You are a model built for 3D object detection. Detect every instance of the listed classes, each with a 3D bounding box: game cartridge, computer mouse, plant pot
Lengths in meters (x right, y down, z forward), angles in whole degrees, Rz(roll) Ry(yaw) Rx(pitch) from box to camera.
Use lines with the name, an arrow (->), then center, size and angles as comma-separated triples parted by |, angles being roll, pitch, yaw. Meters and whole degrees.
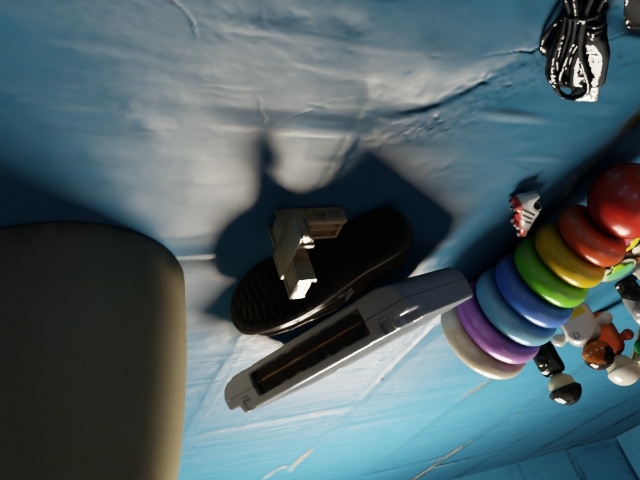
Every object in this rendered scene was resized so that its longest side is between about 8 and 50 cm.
game cartridge -> 0.037, 0.124, 0.757 | 0.297, 0.062, 0.198 | -36, 168, 31
computer mouse -> 0.306, -0.205, 0.442 | 0.272, 0.072, 0.188 | -23, 147, 5
plant pot -> -0.224, 0.168, 0.526 | 0.256, 0.274, 0.256 | -15, 148, -10

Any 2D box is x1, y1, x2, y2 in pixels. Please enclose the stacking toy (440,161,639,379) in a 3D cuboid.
stacking toy -> 0.302, 0.038, 0.764 | 0.141, 0.141, 0.330 | 5, 137, -34

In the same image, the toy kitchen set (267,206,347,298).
toy kitchen set -> 0.000, 0.000, 0.573 | 0.075, 0.083, 0.068 | -4, 146, -24

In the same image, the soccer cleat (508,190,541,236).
soccer cleat -> 0.247, -0.031, 0.718 | 0.036, 0.029, 0.083 | -21, 144, 9

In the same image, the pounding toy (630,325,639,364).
pounding toy -> 0.680, 0.140, 1.135 | 0.206, 0.094, 0.181 | -53, 163, -34

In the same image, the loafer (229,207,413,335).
loafer -> 0.007, 0.048, 0.654 | 0.220, 0.080, 0.078 | -25, 148, 8

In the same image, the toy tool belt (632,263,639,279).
toy tool belt -> 0.551, 0.031, 0.973 | 0.051, 0.052, 0.083 | -36, 167, -40

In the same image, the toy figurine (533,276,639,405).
toy figurine -> 0.497, 0.184, 1.072 | 0.213, 0.148, 0.209 | -9, 147, -16

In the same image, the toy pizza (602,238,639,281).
toy pizza -> 0.443, 0.016, 0.894 | 0.201, 0.032, 0.201 | -15, 148, -9
